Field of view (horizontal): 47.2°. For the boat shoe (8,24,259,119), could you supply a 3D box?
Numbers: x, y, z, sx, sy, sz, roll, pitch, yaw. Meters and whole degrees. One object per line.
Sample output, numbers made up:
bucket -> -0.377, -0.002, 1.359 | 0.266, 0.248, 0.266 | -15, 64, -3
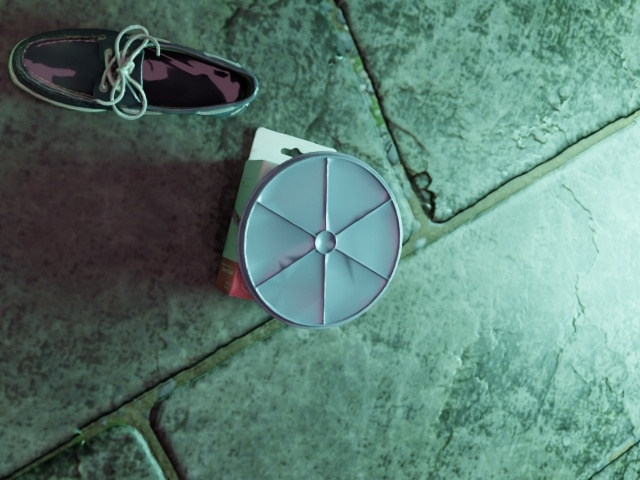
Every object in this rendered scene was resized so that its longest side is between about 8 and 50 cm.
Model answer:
boat shoe -> -0.191, -0.173, 0.775 | 0.255, 0.079, 0.095 | 8, 92, -23

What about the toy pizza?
toy pizza -> 0.000, 0.000, 0.825 | 0.201, 0.032, 0.201 | -4, 99, -23

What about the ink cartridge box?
ink cartridge box -> -0.040, -0.025, 0.859 | 0.115, 0.067, 0.198 | 13, 90, -23
